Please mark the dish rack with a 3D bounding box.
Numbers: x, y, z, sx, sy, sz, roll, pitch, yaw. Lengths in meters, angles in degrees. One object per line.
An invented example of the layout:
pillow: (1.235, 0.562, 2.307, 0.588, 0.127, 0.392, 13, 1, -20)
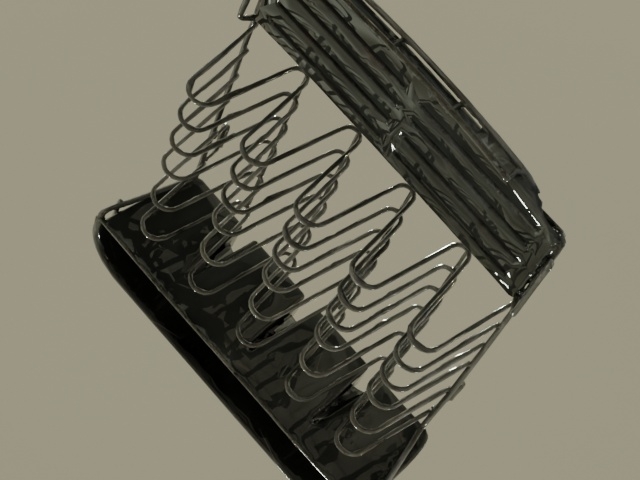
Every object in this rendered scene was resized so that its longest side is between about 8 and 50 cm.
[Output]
dish rack: (0.000, 0.000, 0.877, 0.074, 0.271, 0.208, -37, -103, -29)
